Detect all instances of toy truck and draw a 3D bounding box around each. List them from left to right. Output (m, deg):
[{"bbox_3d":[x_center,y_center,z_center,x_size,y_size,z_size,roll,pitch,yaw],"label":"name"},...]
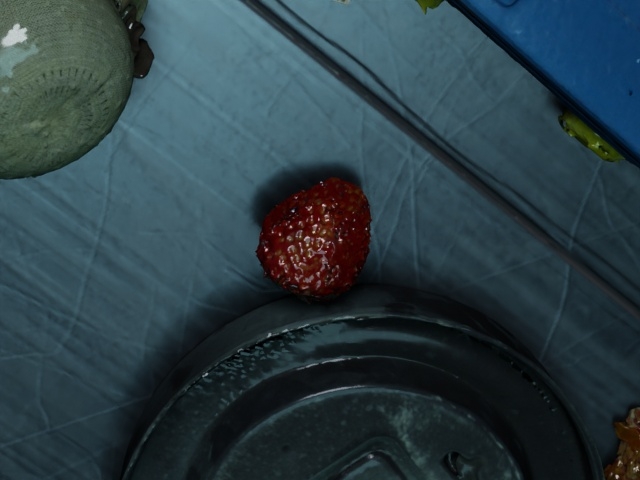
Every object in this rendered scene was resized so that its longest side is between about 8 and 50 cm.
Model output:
[{"bbox_3d":[0.180,-0.162,1.277,0.385,0.162,0.161,39,97,-22],"label":"toy truck"}]

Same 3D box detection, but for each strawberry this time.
[{"bbox_3d":[0.000,0.000,1.382,0.083,0.083,0.096,31,75,-18],"label":"strawberry"}]

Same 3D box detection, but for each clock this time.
[{"bbox_3d":[0.028,0.215,1.473,0.386,0.076,0.386,-3,113,-6],"label":"clock"}]

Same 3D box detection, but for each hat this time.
[{"bbox_3d":[-0.198,-0.115,1.219,0.257,0.130,0.257,-22,142,-18],"label":"hat"}]

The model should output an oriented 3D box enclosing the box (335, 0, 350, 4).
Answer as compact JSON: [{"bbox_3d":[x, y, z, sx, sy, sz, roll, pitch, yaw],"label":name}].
[{"bbox_3d":[-0.054,-0.244,1.295,0.198,0.029,0.109,18,109,-13],"label":"box"}]

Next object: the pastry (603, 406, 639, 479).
[{"bbox_3d":[0.259,0.214,1.506,0.087,0.063,0.169,14,111,-9],"label":"pastry"}]
